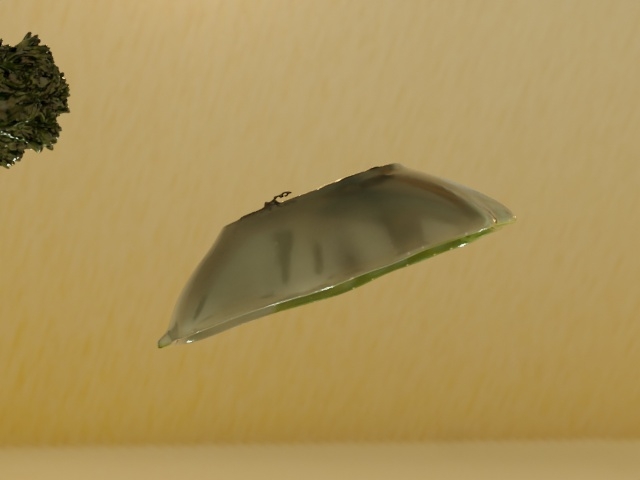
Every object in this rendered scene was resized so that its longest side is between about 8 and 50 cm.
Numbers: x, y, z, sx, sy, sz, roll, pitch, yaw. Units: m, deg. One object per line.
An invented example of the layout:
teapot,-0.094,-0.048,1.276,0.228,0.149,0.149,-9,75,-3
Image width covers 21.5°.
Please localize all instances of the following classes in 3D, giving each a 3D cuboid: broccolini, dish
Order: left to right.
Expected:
broccolini,-0.125,-0.041,0.436,0.140,0.035,0.030,2,-130,-44
dish,0.000,0.000,0.614,0.137,0.039,0.091,-19,176,-3
